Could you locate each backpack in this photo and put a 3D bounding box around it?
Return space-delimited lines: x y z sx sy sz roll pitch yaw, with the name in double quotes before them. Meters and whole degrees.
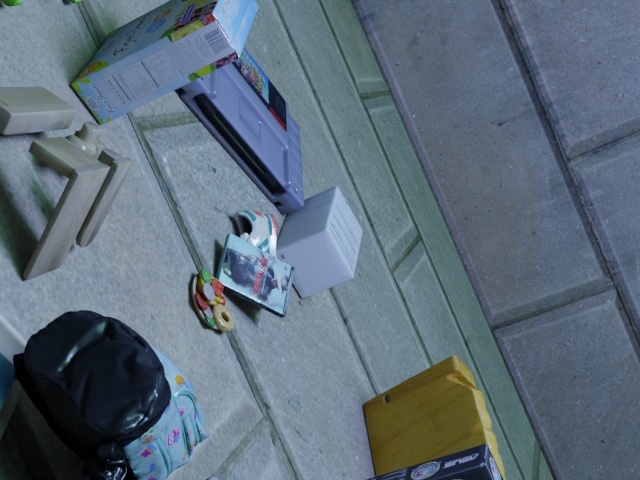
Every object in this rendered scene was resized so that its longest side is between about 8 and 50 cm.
"backpack" -0.170 0.154 0.718 0.152 0.115 0.182 40 -26 31

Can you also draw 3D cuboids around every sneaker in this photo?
"sneaker" -0.100 0.026 1.244 0.075 0.057 0.161 16 55 -42

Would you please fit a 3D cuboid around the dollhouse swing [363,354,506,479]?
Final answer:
"dollhouse swing" 0.266 0.437 1.434 0.305 0.315 0.347 20 47 -38

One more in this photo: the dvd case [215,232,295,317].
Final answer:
"dvd case" -0.093 0.051 1.185 0.119 0.013 0.087 31 50 -27

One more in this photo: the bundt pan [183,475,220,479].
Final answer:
"bundt pan" -0.119 0.378 0.683 0.331 0.124 0.331 54 23 -35

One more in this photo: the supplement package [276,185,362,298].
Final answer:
"supplement package" 0.000 0.000 1.441 0.105 0.105 0.179 60 21 -21

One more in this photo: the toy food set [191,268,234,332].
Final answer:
"toy food set" -0.145 0.080 1.094 0.082 0.020 0.083 40 34 -53

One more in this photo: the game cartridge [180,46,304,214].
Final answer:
"game cartridge" -0.134 -0.235 1.416 0.355 0.068 0.230 49 31 -43

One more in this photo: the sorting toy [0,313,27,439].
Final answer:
"sorting toy" -0.305 0.099 0.618 0.193 0.038 0.208 57 22 -28

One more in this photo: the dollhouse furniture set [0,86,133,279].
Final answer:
"dollhouse furniture set" -0.293 -0.066 0.847 0.151 0.123 0.144 33 18 7

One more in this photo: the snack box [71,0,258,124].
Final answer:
"snack box" -0.192 -0.249 1.041 0.070 0.207 0.174 57 21 -29

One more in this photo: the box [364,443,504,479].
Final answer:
"box" 0.143 0.419 1.118 0.216 0.270 0.060 66 18 -8

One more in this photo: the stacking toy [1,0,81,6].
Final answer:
"stacking toy" -0.366 -0.381 0.959 0.221 0.052 0.167 64 20 -13
